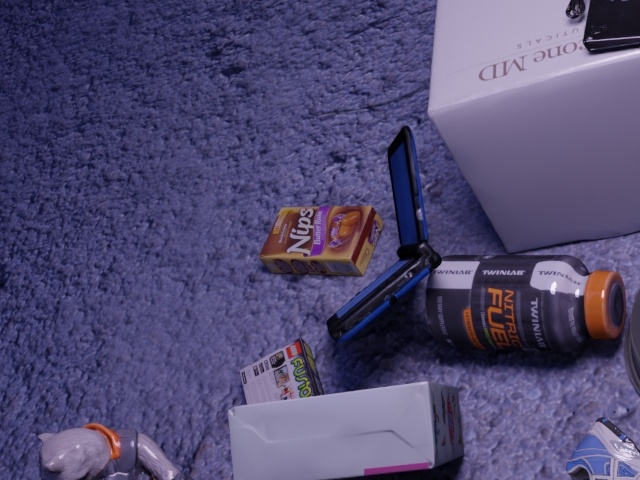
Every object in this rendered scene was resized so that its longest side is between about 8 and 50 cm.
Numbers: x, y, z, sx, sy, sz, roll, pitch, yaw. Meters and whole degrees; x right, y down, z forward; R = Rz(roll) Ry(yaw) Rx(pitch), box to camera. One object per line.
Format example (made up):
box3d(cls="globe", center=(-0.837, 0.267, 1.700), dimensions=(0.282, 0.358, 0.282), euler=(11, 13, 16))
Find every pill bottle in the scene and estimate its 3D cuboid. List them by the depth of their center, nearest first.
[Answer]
box3d(cls="pill bottle", center=(0.273, 0.083, 1.358), dimensions=(0.246, 0.130, 0.130), euler=(-1, 52, 35))

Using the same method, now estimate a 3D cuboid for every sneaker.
box3d(cls="sneaker", center=(0.361, 0.290, 1.155), dimensions=(0.081, 0.080, 0.211), euler=(-45, 31, 1))

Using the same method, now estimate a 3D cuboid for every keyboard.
box3d(cls="keyboard", center=(0.355, -0.297, 1.241), dimensions=(0.108, 0.023, 0.180), euler=(0, 52, 25))

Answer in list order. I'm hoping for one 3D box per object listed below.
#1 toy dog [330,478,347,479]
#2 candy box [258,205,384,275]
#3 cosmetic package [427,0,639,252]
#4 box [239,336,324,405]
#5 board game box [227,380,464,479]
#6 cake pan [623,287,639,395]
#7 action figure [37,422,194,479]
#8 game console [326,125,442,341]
box3d(cls="toy dog", center=(-0.102, 0.454, 1.171), dimensions=(0.408, 0.284, 0.395), euler=(-35, 28, 2))
box3d(cls="candy box", center=(0.000, 0.000, 1.684), dimensions=(0.187, 0.053, 0.109), euler=(-1, 53, 36))
box3d(cls="cosmetic package", center=(0.371, -0.249, 1.448), dimensions=(0.330, 0.327, 0.393), euler=(-12, 48, 26))
box3d(cls="box", center=(-0.047, 0.248, 1.499), dimensions=(0.114, 0.036, 0.207), euler=(-29, 41, 9))
box3d(cls="board game box", center=(0.044, 0.229, 1.221), dimensions=(0.224, 0.303, 0.097), euler=(-8, 80, 13))
box3d(cls="cake pan", center=(0.508, 0.102, 1.236), dimensions=(0.293, 0.054, 0.293), euler=(-19, 45, 20))
box3d(cls="action figure", center=(-0.268, 0.347, 1.335), dimensions=(0.341, 0.330, 0.178), euler=(-22, 45, 16))
box3d(cls="game console", center=(0.067, -0.004, 1.443), dimensions=(0.250, 0.173, 0.293), euler=(-39, -1, -2))
